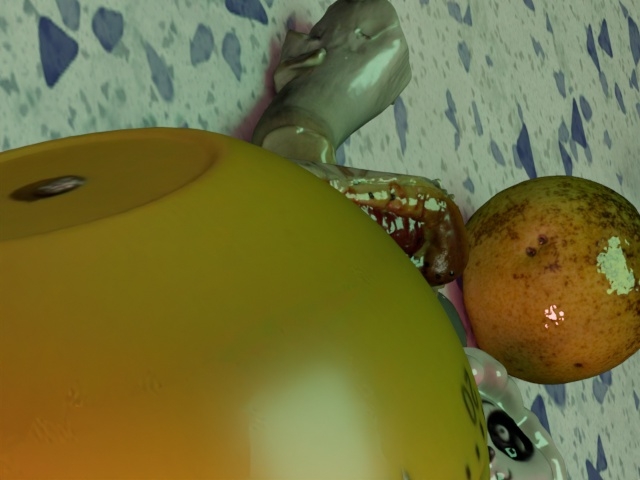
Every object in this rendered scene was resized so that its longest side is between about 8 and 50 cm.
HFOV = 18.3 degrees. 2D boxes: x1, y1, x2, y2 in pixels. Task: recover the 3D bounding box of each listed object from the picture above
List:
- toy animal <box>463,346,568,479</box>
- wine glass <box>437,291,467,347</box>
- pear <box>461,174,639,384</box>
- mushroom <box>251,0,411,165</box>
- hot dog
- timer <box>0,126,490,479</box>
[{"bbox_3d":[0.049,0.146,1.335,0.208,0.204,0.156,-19,95,-35],"label":"toy animal"},{"bbox_3d":[0.059,0.098,1.522,0.111,0.111,0.204,31,51,-59],"label":"wine glass"},{"bbox_3d":[0.231,0.036,1.852,0.197,0.197,0.197,42,41,-53],"label":"pear"},{"bbox_3d":[0.006,-0.107,1.535,0.099,0.096,0.278,64,32,-22],"label":"mushroom"},{"bbox_3d":[0.000,0.000,1.397,0.253,0.069,0.131,14,100,-40],"label":"hot dog"},{"bbox_3d":[-0.080,0.152,0.907,0.376,0.376,0.387,-51,135,-61],"label":"timer"}]
